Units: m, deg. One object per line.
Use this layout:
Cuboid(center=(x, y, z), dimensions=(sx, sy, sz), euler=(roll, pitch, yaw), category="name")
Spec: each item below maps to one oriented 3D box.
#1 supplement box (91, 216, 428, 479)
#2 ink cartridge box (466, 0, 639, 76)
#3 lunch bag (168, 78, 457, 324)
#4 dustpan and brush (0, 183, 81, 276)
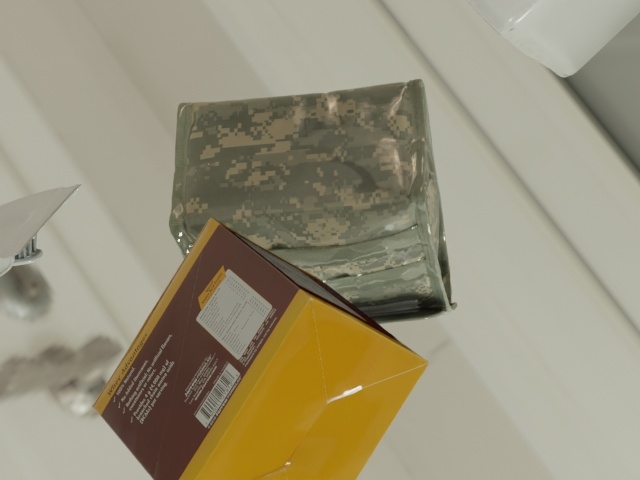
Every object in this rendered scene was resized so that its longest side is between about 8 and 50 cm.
Cuboid(center=(-0.053, 0.117, 1.460), dimensions=(0.129, 0.194, 0.191), euler=(30, 94, -33), category="supplement box")
Cuboid(center=(0.073, -0.320, 0.855), dimensions=(0.285, 0.395, 0.166), euler=(-44, 166, 11), category="ink cartridge box")
Cuboid(center=(0.000, 0.000, 1.719), dimensions=(0.235, 0.169, 0.287), euler=(-5, 146, 8), category="lunch bag")
Cuboid(center=(-0.339, 0.016, 1.794), dimensions=(0.211, 0.060, 0.147), euler=(-9, -154, 26), category="dustpan and brush")
